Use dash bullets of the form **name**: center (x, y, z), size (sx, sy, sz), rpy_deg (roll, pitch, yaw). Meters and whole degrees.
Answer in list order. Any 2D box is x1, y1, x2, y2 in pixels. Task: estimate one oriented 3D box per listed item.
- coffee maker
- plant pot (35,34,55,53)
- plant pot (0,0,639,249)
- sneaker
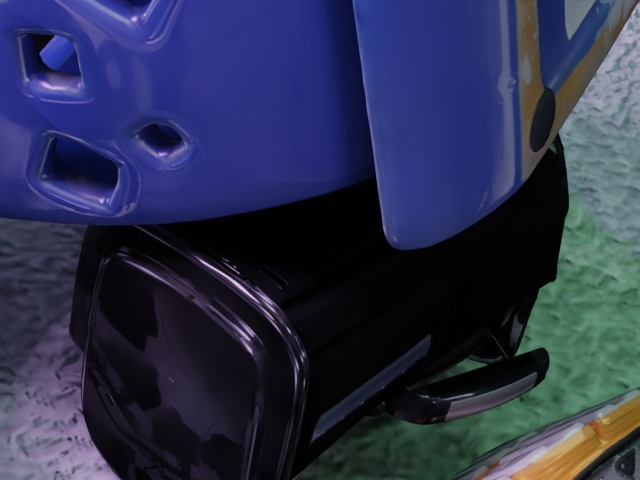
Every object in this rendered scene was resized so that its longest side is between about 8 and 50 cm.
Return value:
- **coffee maker**: center (0.000, 0.000, 0.672), size (0.120, 0.171, 0.178), rpy_deg (10, 27, 37)
- **plant pot**: center (-0.148, -0.196, 0.819), size (0.187, 0.188, 0.167), rpy_deg (26, 28, 4)
- **plant pot**: center (-0.005, -0.144, 0.575), size (0.212, 0.236, 0.236), rpy_deg (14, 45, 23)
- **sneaker**: center (0.081, 0.118, 0.662), size (0.215, 0.084, 0.083), rpy_deg (-30, 86, -45)
